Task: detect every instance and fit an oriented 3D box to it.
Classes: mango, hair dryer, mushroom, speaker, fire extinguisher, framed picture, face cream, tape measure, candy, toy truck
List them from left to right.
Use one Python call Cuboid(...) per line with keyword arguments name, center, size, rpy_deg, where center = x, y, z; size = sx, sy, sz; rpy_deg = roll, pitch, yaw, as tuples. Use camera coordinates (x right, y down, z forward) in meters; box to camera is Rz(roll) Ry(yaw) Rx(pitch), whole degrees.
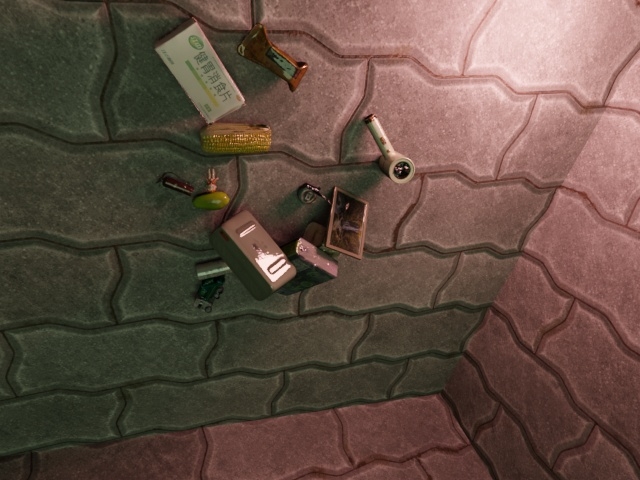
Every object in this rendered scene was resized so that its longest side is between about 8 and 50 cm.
Cuboid(name="fire extinguisher", center=(-0.632, -0.248, 1.793), size=(0.157, 0.045, 0.078), rpy_deg=(21, 86, -31))
Cuboid(name="toy truck", center=(-0.584, 0.266, 2.143), size=(0.116, 0.110, 0.216), rpy_deg=(27, 113, -20))
Cuboid(name="mango", center=(-0.498, -0.176, 1.872), size=(0.164, 0.074, 0.091), rpy_deg=(-12, 129, -13))
Cuboid(name="face cream", center=(-0.494, 0.134, 2.094), size=(0.268, 0.082, 0.082), rpy_deg=(-13, 128, -13))
Cuboid(name="speaker", center=(-0.316, 0.072, 1.904), size=(0.406, 0.184, 0.183), rpy_deg=(51, 130, 0))
Cuboid(name="candy", center=(-0.179, -0.711, 1.601), size=(0.271, 0.101, 0.143), rpy_deg=(28, 116, -28))
Cuboid(name="tape measure", center=(-0.035, -0.197, 1.981), size=(0.104, 0.180, 0.107), rpy_deg=(10, 120, -45))
Cuboid(name="mushroom", center=(0.021, -0.004, 2.134), size=(0.173, 0.162, 0.236), rpy_deg=(11, 162, -31))
Cuboid(name="framed picture", center=(0.137, -0.086, 2.076), size=(0.240, 0.325, 0.020), rpy_deg=(23, 157, -32))
Cuboid(name="hair dryer", center=(0.303, -0.447, 1.938), size=(0.128, 0.203, 0.362), rpy_deg=(-31, 112, 7))

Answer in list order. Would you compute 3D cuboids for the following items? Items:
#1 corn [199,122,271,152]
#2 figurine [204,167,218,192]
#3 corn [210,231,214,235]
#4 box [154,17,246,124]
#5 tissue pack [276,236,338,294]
Cuboid(name="corn", center=(-0.350, -0.429, 1.731), size=(0.304, 0.122, 0.124), rpy_deg=(-3, 97, -22))
Cuboid(name="figurine", center=(-0.485, -0.268, 1.831), size=(0.064, 0.047, 0.109), rpy_deg=(0, 113, -13))
Cuboid(name="corn", center=(-0.446, 0.008, 2.030), size=(0.206, 0.067, 0.067), rpy_deg=(21, 114, -29))
Cuboid(name="box", center=(-0.440, -0.620, 1.530), size=(0.173, 0.145, 0.333), rpy_deg=(-30, 128, 4))
Cuboid(name="tissue pack", center=(-0.145, 0.149, 2.104), size=(0.288, 0.124, 0.394), rpy_deg=(32, 139, -34))
